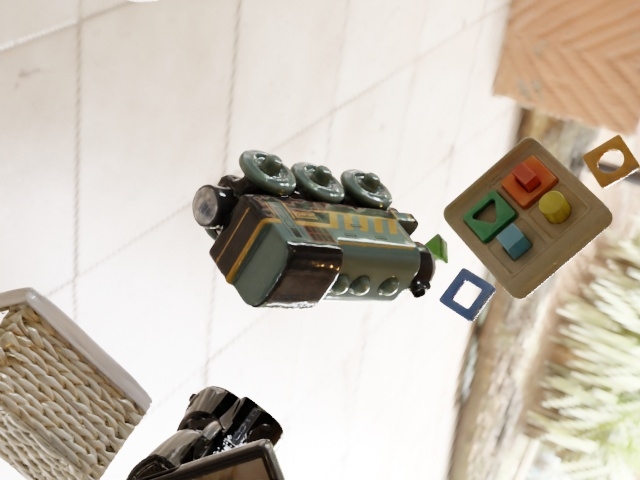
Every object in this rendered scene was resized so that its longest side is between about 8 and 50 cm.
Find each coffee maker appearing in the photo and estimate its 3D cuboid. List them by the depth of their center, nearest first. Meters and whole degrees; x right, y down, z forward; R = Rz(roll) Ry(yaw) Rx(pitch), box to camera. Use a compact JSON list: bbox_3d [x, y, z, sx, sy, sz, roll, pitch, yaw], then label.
[{"bbox_3d":[-0.119,0.275,1.304,0.171,0.120,0.178,58,29,-9],"label":"coffee maker"}]

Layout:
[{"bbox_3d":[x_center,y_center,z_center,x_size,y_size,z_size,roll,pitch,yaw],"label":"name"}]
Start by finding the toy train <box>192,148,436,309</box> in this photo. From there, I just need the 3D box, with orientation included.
[{"bbox_3d":[0.000,0.000,1.399,0.333,0.190,0.142,7,128,-44],"label":"toy train"}]

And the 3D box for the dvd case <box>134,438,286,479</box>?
[{"bbox_3d":[-0.117,0.256,0.779,0.022,0.253,0.180,-28,97,-74],"label":"dvd case"}]

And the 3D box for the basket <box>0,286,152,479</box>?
[{"bbox_3d":[-0.254,0.136,1.012,0.167,0.113,0.103,50,49,-28],"label":"basket"}]

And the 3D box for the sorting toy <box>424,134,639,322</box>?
[{"bbox_3d":[0.287,-0.041,1.609,0.347,0.196,0.047,-41,142,5],"label":"sorting toy"}]
